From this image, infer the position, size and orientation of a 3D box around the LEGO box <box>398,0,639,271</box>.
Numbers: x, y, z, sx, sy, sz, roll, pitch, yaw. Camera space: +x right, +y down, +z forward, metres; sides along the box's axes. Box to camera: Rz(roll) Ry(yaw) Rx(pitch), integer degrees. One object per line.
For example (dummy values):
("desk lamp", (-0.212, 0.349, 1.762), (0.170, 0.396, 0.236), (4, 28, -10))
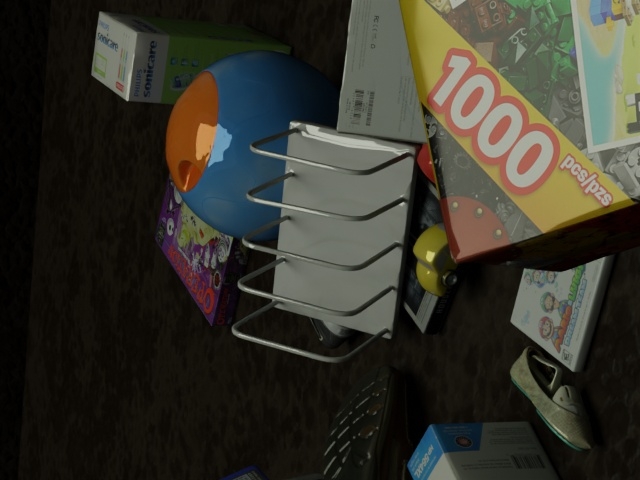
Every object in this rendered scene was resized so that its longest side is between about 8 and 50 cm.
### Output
("LEGO box", (0.261, -0.259, 1.185), (0.372, 0.193, 0.500), (-21, 73, 36))

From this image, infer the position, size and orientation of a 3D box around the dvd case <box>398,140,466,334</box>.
("dvd case", (0.133, -0.010, 1.971), (0.239, 0.029, 0.179), (55, 135, 49))

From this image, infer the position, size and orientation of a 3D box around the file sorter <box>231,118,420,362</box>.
("file sorter", (0.000, 0.000, 1.908), (0.193, 0.173, 0.278), (14, 108, 23))

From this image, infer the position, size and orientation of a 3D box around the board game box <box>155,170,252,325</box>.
("board game box", (-0.222, -0.014, 2.646), (0.347, 0.056, 0.208), (-132, 46, -53))

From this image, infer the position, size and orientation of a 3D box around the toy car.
("toy car", (0.193, -0.060, 1.795), (0.225, 0.053, 0.239), (-18, 63, 52))

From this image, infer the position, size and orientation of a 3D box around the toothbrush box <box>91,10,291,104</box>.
("toothbrush box", (-0.222, -0.306, 2.409), (0.206, 0.283, 0.122), (35, 119, 58))

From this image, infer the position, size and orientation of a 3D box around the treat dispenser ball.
("treat dispenser ball", (-0.090, -0.143, 2.131), (0.288, 0.288, 0.288), (-9, 80, 62))

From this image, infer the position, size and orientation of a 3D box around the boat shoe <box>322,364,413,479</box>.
("boat shoe", (0.076, 0.335, 1.943), (0.122, 0.120, 0.324), (-26, 43, 47))

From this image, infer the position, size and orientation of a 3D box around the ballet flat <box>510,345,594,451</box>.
("ballet flat", (0.274, 0.180, 1.654), (0.168, 0.057, 0.052), (50, 121, 52))

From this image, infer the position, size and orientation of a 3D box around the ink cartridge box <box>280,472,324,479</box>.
("ink cartridge box", (0.022, 0.424, 2.085), (0.231, 0.078, 0.134), (-6, 90, 62))

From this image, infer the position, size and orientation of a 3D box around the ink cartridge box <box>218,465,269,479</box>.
("ink cartridge box", (-0.078, 0.519, 2.046), (0.270, 0.151, 0.395), (39, 142, 50))

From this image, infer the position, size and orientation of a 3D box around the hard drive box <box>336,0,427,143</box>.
("hard drive box", (0.148, -0.207, 1.728), (0.089, 0.232, 0.181), (-35, -47, -78))

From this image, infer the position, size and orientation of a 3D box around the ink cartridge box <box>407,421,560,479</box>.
("ink cartridge box", (0.212, 0.316, 1.658), (0.086, 0.148, 0.203), (-64, 35, 37))

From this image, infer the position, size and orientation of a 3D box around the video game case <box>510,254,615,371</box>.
("video game case", (0.286, 0.055, 1.676), (0.143, 0.019, 0.157), (42, 125, 57))

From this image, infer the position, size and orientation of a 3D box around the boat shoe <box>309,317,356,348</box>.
("boat shoe", (-0.004, 0.068, 2.189), (0.076, 0.080, 0.228), (-58, 47, 42))
